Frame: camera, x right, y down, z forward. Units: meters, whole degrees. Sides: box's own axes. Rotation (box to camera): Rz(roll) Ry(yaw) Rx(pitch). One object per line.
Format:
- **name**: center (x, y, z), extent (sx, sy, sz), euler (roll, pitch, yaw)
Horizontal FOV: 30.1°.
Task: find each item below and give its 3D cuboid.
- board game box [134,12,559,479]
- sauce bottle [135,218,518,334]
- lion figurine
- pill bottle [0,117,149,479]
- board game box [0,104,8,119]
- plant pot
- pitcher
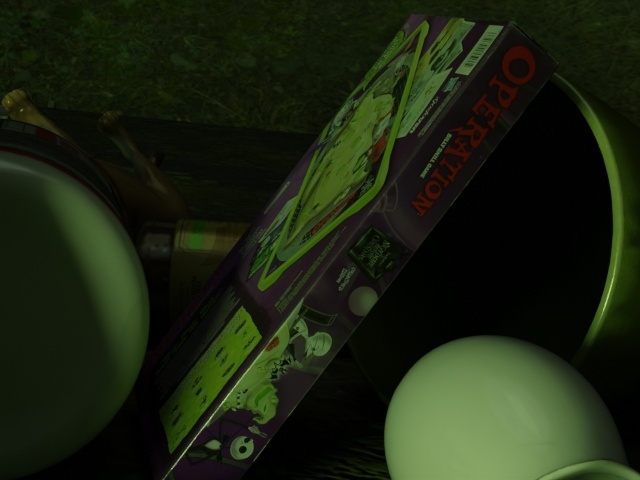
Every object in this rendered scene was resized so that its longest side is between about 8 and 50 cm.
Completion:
- **board game box**: center (0.000, 0.000, 0.794), extent (0.056, 0.347, 0.208), euler (37, 3, -21)
- **sauce bottle**: center (0.004, 0.041, 1.082), extent (0.344, 0.111, 0.111), euler (3, 11, -2)
- **lion figurine**: center (-0.236, -0.040, 1.337), extent (0.240, 0.142, 0.392), euler (45, 23, 22)
- **pill bottle**: center (-0.242, 0.019, 0.872), extent (0.210, 0.210, 0.363), euler (0, 11, -13)
- **board game box**: center (-0.503, -0.037, 0.922), extent (0.390, 0.050, 0.390), euler (-26, -4, 18)
- **plant pot**: center (0.210, 0.020, 0.944), extent (0.293, 0.275, 0.274), euler (10, 4, -40)
- **pitcher**: center (0.131, 0.140, 0.647), extent (0.177, 0.125, 0.207), euler (33, 3, -19)
